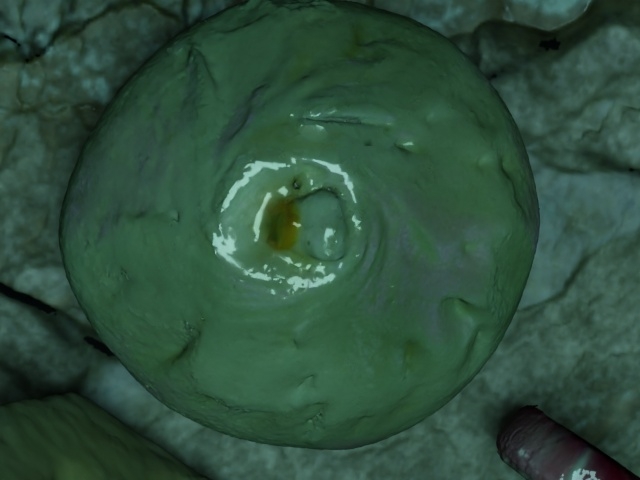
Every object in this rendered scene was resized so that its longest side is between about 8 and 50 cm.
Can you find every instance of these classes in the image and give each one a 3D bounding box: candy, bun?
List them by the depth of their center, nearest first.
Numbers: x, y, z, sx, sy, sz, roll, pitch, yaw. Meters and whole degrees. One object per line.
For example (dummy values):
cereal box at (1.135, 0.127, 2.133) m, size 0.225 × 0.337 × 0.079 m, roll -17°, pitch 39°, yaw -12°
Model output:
bun at (0.000, 0.000, 1.058) m, size 0.283 × 0.179 × 0.283 m, roll -3°, pitch 105°, yaw -12°
candy at (0.158, 0.144, 1.159) m, size 0.103 × 0.103 × 0.043 m, roll 35°, pitch 90°, yaw -16°

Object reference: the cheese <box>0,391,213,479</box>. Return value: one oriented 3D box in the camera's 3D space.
cheese at (-0.110, 0.228, 1.030) m, size 0.326 × 0.318 × 0.115 m, roll 34°, pitch 110°, yaw -30°
